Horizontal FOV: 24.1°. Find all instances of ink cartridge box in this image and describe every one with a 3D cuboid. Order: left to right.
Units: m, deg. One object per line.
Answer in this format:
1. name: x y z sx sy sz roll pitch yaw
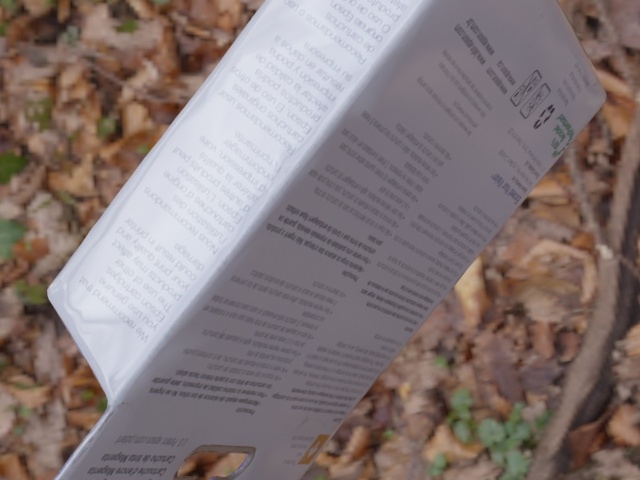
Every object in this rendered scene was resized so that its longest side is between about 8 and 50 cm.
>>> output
1. ink cartridge box: 0.000 0.000 0.746 0.071 0.324 0.330 41 94 19
